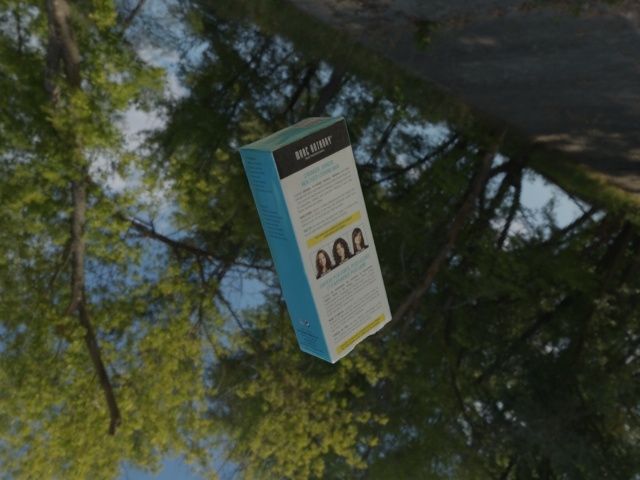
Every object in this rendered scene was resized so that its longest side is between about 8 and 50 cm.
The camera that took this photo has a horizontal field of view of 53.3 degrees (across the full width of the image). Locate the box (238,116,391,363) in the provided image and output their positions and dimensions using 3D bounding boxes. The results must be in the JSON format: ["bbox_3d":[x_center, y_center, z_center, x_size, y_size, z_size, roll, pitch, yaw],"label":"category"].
[{"bbox_3d":[0.000,0.000,0.684,0.100,0.244,0.060,-30,-154,-34],"label":"box"}]
